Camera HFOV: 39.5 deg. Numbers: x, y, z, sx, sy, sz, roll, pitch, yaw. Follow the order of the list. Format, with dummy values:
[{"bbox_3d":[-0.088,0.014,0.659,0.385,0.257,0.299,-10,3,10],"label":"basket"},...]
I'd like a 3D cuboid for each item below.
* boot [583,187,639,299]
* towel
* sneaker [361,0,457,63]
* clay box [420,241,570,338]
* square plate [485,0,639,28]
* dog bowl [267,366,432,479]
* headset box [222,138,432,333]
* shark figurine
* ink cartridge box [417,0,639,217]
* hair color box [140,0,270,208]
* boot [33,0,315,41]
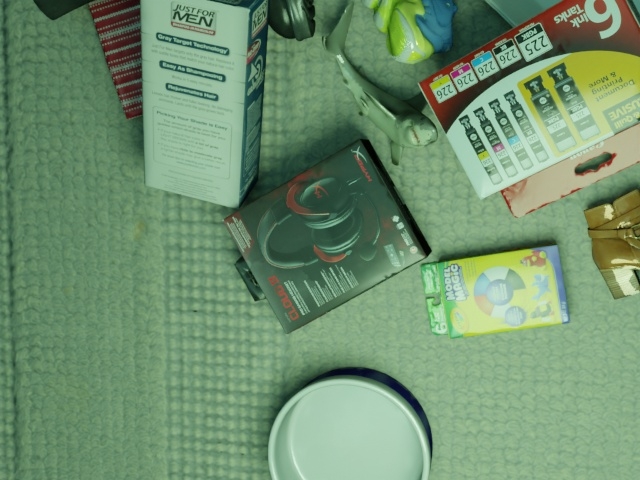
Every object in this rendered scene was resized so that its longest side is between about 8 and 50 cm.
[{"bbox_3d":[0.512,-0.009,1.364,0.197,0.073,0.152,-20,86,10],"label":"boot"},{"bbox_3d":[-0.284,-0.364,1.526,0.199,0.031,0.274,-17,93,11],"label":"towel"},{"bbox_3d":[0.139,-0.383,1.417,0.126,0.091,0.240,-6,70,-28],"label":"sneaker"},{"bbox_3d":[0.277,0.083,1.430,0.222,0.053,0.127,-10,92,12],"label":"clay box"},{"bbox_3d":[0.447,-0.416,1.354,0.347,0.049,0.344,-44,85,12],"label":"square plate"},{"bbox_3d":[0.052,0.347,1.474,0.265,0.104,0.264,1,94,12],"label":"dog bowl"},{"bbox_3d":[0.000,0.000,1.453,0.293,0.110,0.218,-29,89,13],"label":"headset box"},{"bbox_3d":[0.112,-0.239,1.434,0.116,0.166,0.278,-34,68,-12],"label":"shark figurine"},{"bbox_3d":[0.351,-0.195,1.314,0.309,0.130,0.271,-28,95,26],"label":"ink cartridge box"},{"bbox_3d":[-0.181,-0.234,1.397,0.174,0.105,0.347,14,128,9],"label":"hair color box"},{"bbox_3d":[-0.259,-0.443,1.424,0.445,0.146,0.367,-14,93,10],"label":"boot"}]
